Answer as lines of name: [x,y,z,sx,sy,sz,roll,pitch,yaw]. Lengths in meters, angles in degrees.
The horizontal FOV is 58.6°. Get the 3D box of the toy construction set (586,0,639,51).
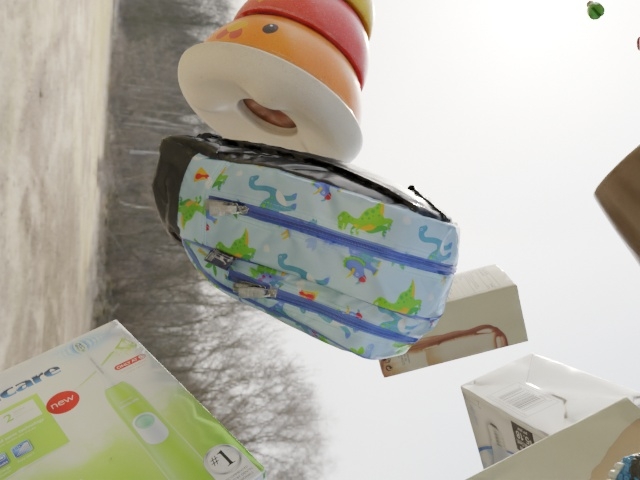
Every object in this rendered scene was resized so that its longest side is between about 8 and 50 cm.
toy construction set: [0.737,-0.493,1.209,0.237,0.309,0.257,-82,-179,-48]

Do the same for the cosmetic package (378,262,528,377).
cosmetic package: [0.250,0.161,1.174,0.153,0.296,0.129,-83,157,-75]

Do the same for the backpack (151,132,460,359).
backpack: [0.000,0.000,0.728,0.290,0.356,0.273,20,74,-63]

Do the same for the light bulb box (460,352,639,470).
light bulb box: [0.522,0.480,1.215,0.358,0.225,0.361,-171,-117,-73]

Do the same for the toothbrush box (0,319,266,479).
toothbrush box: [-0.212,0.225,0.535,0.283,0.206,0.122,28,-49,40]

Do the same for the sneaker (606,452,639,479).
sneaker: [0.358,0.307,0.597,0.071,0.083,0.190,-152,-129,-74]

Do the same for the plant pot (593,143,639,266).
plant pot: [0.586,-0.048,0.930,0.229,0.263,0.263,49,-38,22]

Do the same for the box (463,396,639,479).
box: [0.399,0.396,0.903,0.148,0.311,0.121,68,-7,-31]

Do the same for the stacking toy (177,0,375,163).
stacking toy: [-0.018,-0.401,1.067,0.480,0.351,0.350,-68,-166,-16]
